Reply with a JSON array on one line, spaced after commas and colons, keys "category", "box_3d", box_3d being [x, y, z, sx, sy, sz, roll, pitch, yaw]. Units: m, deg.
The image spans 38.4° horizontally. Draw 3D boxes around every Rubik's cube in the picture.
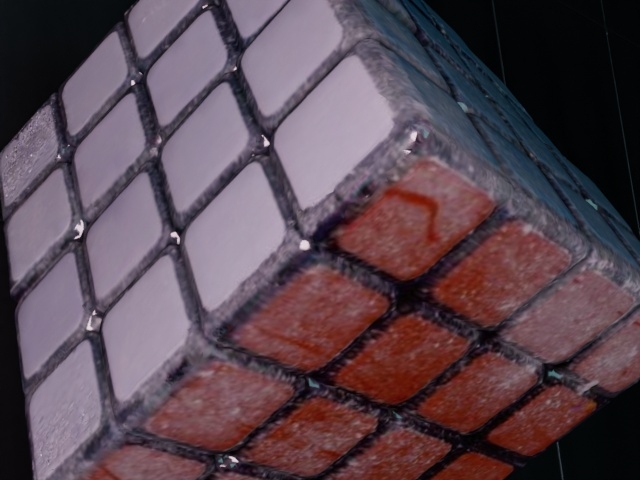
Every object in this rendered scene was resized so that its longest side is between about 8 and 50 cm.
[{"category": "Rubik's cube", "box_3d": [0.000, 0.000, 0.692, 0.344, 0.343, 0.337, 30, 26, -42]}]
